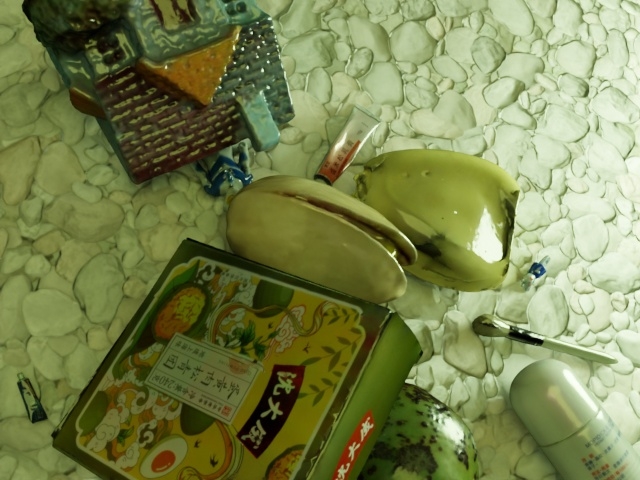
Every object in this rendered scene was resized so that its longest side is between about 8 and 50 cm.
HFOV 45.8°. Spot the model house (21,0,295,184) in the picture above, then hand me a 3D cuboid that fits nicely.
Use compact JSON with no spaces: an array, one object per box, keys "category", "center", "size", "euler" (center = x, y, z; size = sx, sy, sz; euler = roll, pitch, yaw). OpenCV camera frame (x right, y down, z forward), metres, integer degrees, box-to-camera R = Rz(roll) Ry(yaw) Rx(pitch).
[{"category":"model house","center":[-0.240,-0.270,1.242],"size":[0.360,0.297,0.339],"euler":[-26,93,-19]}]

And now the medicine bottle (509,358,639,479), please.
[{"category":"medicine bottle","center":[0.456,0.357,1.298],"size":[0.130,0.130,0.341],"euler":[-35,85,-19]}]

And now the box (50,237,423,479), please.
[{"category":"box","center":[-0.124,0.222,1.086],"size":[0.420,0.138,0.373],"euler":[17,66,34]}]

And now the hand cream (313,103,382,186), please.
[{"category":"hand cream","center":[0.043,-0.163,1.406],"size":[0.052,0.038,0.216],"euler":[45,63,-27]}]

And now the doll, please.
[{"category":"doll","center":[-0.168,-0.126,1.332],"size":[0.114,0.057,0.227],"euler":[-19,76,-21]}]

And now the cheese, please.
[{"category":"cheese","center":[0.200,-0.049,1.363],"size":[0.316,0.128,0.259],"euler":[15,65,-15]}]

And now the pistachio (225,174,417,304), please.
[{"category":"pistachio","center":[0.000,0.000,1.242],"size":[0.318,0.214,0.193],"euler":[15,58,6]}]

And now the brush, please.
[{"category":"brush","center":[0.415,0.185,1.386],"size":[0.299,0.042,0.039],"euler":[15,32,-9]}]

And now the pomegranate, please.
[{"category":"pomegranate","center":[0.133,0.375,1.175],"size":[0.341,0.285,0.285],"euler":[43,66,-35]}]

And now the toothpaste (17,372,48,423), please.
[{"category":"toothpaste","center":[-0.452,0.244,1.181],"size":[0.027,0.019,0.083],"euler":[-19,80,-42]}]

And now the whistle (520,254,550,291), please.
[{"category":"whistle","center":[0.406,0.061,1.426],"size":[0.083,0.029,0.033],"euler":[-45,125,-15]}]
